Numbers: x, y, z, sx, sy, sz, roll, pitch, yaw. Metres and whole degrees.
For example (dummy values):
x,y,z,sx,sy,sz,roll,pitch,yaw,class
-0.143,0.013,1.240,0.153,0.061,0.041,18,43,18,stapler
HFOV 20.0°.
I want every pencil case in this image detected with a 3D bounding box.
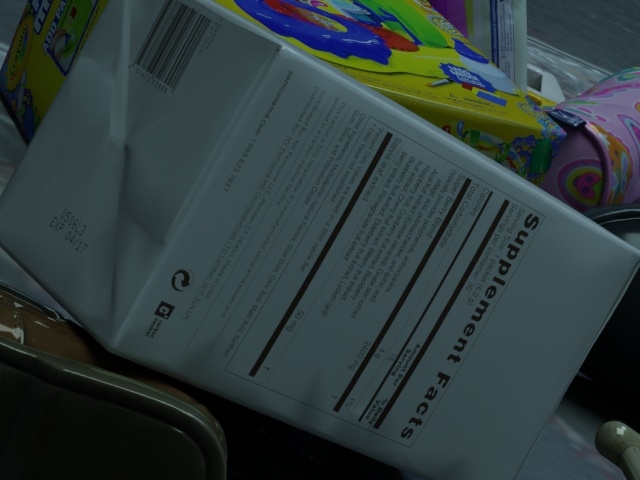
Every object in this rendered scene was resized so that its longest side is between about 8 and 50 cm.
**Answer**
x,y,z,sx,sy,sz,roll,pitch,yaw,class
0.216,-0.069,1.447,0.124,0.124,0.284,34,24,18,pencil case

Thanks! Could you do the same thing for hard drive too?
x,y,z,sx,sy,sz,roll,pitch,yaw,class
-0.042,0.105,1.054,0.135,0.022,0.094,28,22,3,hard drive

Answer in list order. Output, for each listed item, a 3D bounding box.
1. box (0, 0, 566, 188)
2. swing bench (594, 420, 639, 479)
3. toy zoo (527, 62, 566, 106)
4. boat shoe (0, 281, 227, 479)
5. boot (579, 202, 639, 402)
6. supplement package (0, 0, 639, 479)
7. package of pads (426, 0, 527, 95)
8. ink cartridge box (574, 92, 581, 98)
x,y,z,sx,sy,sz,roll,pitch,yaw,class
-0.037,-0.094,1.297,0.290,0.177,0.279,10,26,-34,box
0.236,0.241,0.818,0.254,0.165,0.253,17,24,-18,swing bench
0.142,-0.172,1.850,0.293,0.030,0.192,25,22,-2,toy zoo
-0.192,0.065,0.895,0.307,0.111,0.104,30,3,-7,boat shoe
0.341,0.124,1.142,0.367,0.146,0.445,22,10,-11,boot
0.000,0.000,1.014,0.293,0.175,0.177,26,5,-39,supplement package
0.093,-0.207,1.569,0.101,0.229,0.296,-9,24,-10,package of pads
0.323,-0.038,1.669,0.154,0.093,0.212,11,25,-30,ink cartridge box
